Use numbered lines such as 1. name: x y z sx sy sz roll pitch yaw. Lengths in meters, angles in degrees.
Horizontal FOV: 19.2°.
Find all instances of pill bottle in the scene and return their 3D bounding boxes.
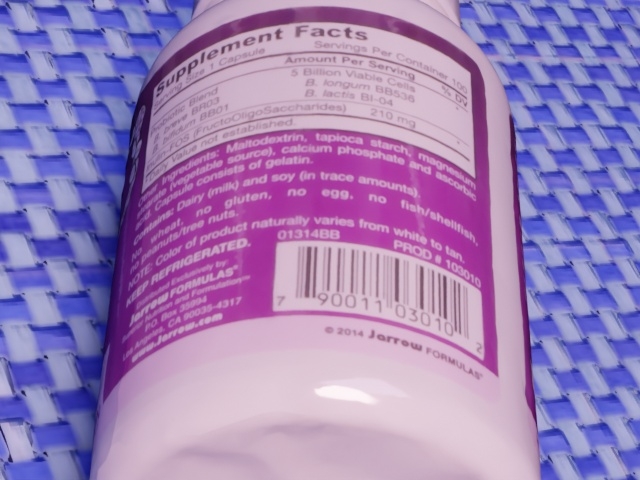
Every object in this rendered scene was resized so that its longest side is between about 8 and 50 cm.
1. pill bottle: 0.000 0.000 0.784 0.169 0.169 0.301 19 44 -17
